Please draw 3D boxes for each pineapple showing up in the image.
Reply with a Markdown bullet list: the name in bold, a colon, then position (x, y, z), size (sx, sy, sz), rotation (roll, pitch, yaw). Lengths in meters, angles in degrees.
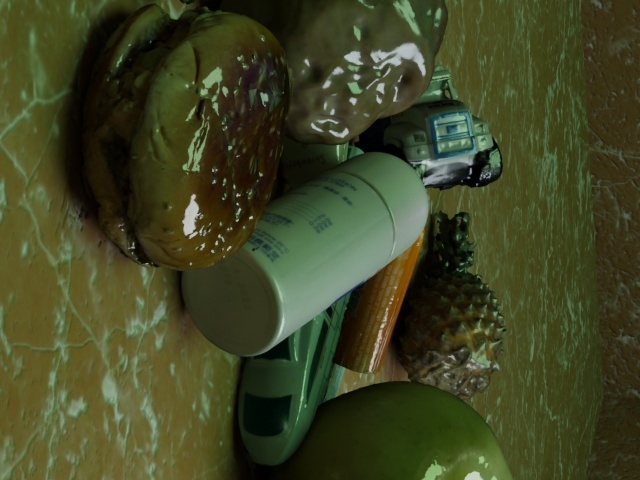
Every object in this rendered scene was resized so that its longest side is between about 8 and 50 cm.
- **pineapple**: position (0.213, 0.091, 2.206), size (0.361, 0.175, 0.175), rotation (-80, 161, -46)

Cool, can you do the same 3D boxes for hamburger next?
- **hamburger**: position (-0.115, -0.095, 1.288), size (0.286, 0.146, 0.243), rotation (-55, 150, -59)

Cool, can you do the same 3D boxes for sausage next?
- **sausage**: position (0.076, 0.048, 1.744), size (0.071, 0.071, 0.234), rotation (-9, 118, -70)

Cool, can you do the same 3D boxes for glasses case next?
- **glasses case**: position (-0.004, -0.157, 1.666), size (0.051, 0.081, 0.204), rotation (17, 75, -67)

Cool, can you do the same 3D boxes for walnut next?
- **walnut**: position (0.018, -0.235, 1.504), size (0.273, 0.227, 0.273), rotation (4, 90, -76)

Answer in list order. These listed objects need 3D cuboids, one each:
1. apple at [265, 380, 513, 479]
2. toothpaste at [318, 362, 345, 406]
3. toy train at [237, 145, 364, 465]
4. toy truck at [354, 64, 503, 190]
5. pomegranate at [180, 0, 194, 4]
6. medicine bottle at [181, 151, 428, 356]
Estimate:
- **apple**: position (0.065, 0.286, 1.626), size (0.295, 0.257, 0.233), rotation (-36, 114, -38)
- **toothpaste**: position (0.004, 0.183, 1.791), size (0.046, 0.034, 0.164), rotation (72, 28, -45)
- **toy train**: position (-0.019, 0.066, 1.636), size (0.088, 0.086, 0.407), rotation (65, 33, -49)
- **toy truck**: position (0.125, -0.144, 1.827), size (0.213, 0.161, 0.177), rotation (180, -100, -68)
- **pomegranate**: position (-0.093, -0.329, 1.297), size (0.225, 0.187, 0.187), rotation (-61, 163, 10)
- **medicine bottle**: position (0.000, 0.000, 1.517), size (0.341, 0.130, 0.130), rotation (-34, 125, -50)
